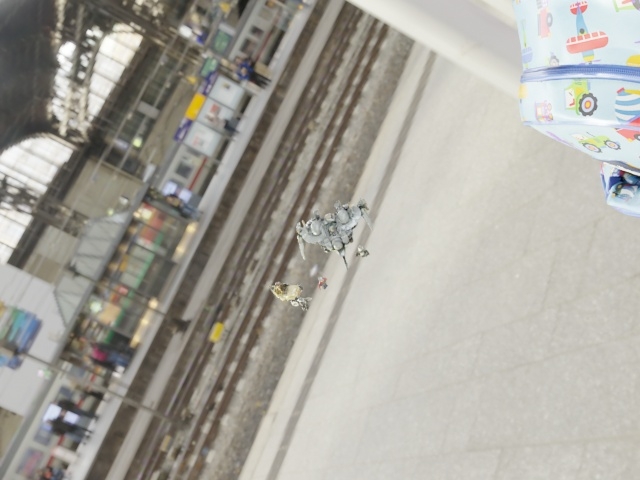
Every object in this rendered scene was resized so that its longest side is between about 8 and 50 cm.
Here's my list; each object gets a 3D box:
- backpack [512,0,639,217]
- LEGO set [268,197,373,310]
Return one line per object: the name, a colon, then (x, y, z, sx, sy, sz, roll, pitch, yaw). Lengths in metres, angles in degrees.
backpack: (0.170, -0.062, 0.343, 0.158, 0.173, 0.117, -129, 49, -75)
LEGO set: (0.001, 0.001, 0.451, 0.054, 0.023, 0.083, 4, 53, 28)
